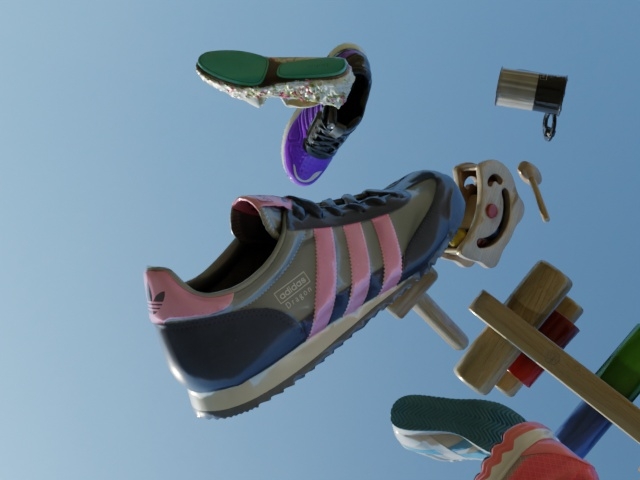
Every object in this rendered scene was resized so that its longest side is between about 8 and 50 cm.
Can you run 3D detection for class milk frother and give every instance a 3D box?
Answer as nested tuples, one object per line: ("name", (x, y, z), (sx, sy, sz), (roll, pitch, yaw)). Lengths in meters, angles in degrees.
("milk frother", (0.430, -0.281, 1.598), (0.134, 0.143, 0.129), (12, -162, 14))

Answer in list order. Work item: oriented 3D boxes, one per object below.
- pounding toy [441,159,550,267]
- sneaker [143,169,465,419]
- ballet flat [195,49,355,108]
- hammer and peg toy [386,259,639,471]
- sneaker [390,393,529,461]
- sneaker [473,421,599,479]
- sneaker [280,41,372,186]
("pounding toy", (0.338, -0.071, 1.496), (0.155, 0.154, 0.269), (0, -128, 55))
("sneaker", (0.000, 0.000, 0.631), (0.319, 0.131, 0.112), (-39, -157, -33))
("ballet flat", (-0.068, -0.232, 1.152), (0.241, 0.077, 0.091), (7, -130, 11))
("hammer and peg toy", (0.223, 0.112, 0.726), (0.361, 0.266, 0.127), (39, -86, 25))
("sneaker", (0.225, 0.301, 1.201), (0.228, 0.092, 0.087), (9, -129, 22))
("sneaker", (0.216, 0.365, 0.925), (0.314, 0.116, 0.136), (-50, -143, -12))
("sneaker", (0.012, -0.218, 1.449), (0.293, 0.102, 0.146), (-65, -157, 23))
